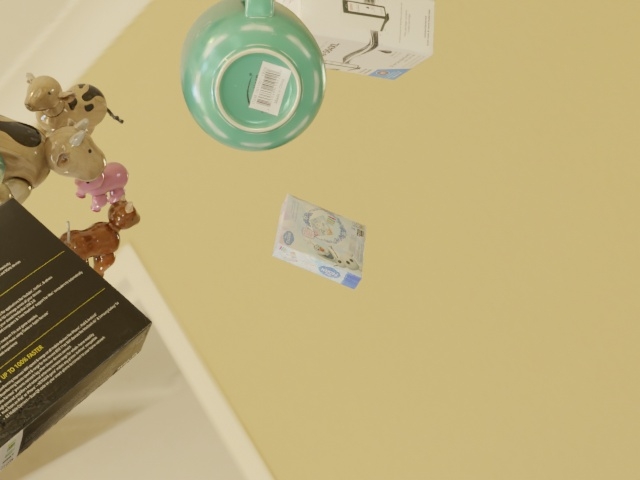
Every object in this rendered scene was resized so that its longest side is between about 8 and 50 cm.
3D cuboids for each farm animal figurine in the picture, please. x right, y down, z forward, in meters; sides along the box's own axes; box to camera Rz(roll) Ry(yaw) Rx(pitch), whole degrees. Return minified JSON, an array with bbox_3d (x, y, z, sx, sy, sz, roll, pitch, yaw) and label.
[{"bbox_3d":[-0.372,-0.116,1.481,0.327,0.330,0.172,9,-52,-31],"label":"farm animal figurine"}]

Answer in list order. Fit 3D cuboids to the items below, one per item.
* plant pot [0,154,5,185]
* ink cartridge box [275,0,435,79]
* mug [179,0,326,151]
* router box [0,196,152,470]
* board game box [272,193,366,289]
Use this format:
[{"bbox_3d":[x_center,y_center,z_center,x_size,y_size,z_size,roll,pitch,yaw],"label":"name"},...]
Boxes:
[{"bbox_3d":[-0.471,-0.071,1.159,0.235,0.293,0.293,-38,-21,-2],"label":"plant pot"},{"bbox_3d":[0.041,-0.300,1.625,0.203,0.086,0.148,5,-8,-18],"label":"ink cartridge box"},{"bbox_3d":[-0.066,-0.155,1.004,0.129,0.158,0.097,-29,23,4],"label":"mug"},{"bbox_3d":[-0.215,0.068,0.716,0.179,0.133,0.046,-41,-12,-40],"label":"router box"},{"bbox_3d":[0.000,0.000,1.137,0.090,0.090,0.020,-81,18,-55],"label":"board game box"}]
